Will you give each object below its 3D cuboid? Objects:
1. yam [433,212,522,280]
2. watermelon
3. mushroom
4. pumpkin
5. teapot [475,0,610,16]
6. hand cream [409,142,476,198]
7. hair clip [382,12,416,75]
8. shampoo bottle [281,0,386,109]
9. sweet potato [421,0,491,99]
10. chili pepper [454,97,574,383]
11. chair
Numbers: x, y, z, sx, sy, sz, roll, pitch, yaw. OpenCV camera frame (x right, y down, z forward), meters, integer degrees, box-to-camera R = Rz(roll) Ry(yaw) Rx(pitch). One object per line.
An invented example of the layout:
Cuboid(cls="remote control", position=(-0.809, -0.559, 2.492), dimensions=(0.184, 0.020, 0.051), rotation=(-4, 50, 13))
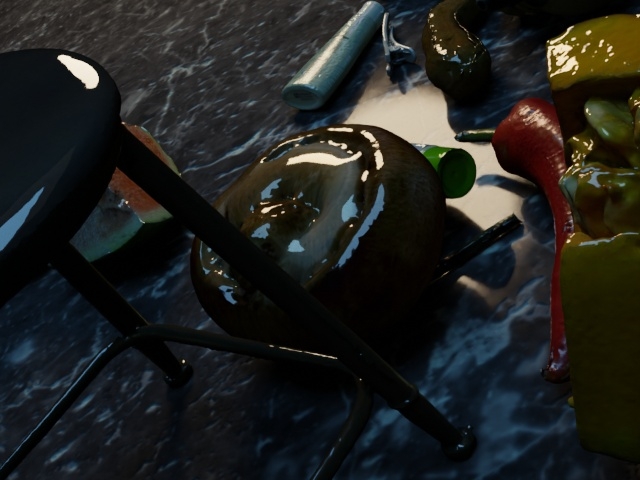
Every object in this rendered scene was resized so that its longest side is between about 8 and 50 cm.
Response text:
Cuboid(cls="yam", position=(0.142, 0.006, 1.037), dimensions=(0.107, 0.014, 0.014), rotation=(-33, 34, -7))
Cuboid(cls="watermelon", position=(-0.250, -0.036, 1.324), dimensions=(0.146, 0.128, 0.231), rotation=(-51, 13, 22))
Cuboid(cls="mushroom", position=(0.000, 0.000, 1.013), dimensions=(0.253, 0.153, 0.253), rotation=(-21, 43, 21))
Cuboid(cls="pumpkin", position=(0.271, -0.009, 0.740), dimensions=(0.225, 0.256, 0.303), rotation=(-5, 55, 21))
Cuboid(cls="teapot", position=(0.265, -0.337, 1.284), dimensions=(0.182, 0.173, 0.269), rotation=(-28, 13, 50))
Cuboid(cls="hand cream", position=(0.060, -0.076, 1.161), dimensions=(0.079, 0.050, 0.275), rotation=(-16, 13, -29))
Cuboid(cls="hair clip", position=(0.096, -0.249, 1.396), dimensions=(0.039, 0.030, 0.115), rotation=(-6, 38, 1))
Cuboid(cls="shampoo bottle", position=(0.024, -0.239, 1.421), dimensions=(0.069, 0.041, 0.191), rotation=(-1, 43, 44))
Cuboid(cls="sweet potato", position=(0.158, -0.234, 1.302), dimensions=(0.081, 0.062, 0.233), rotation=(-4, 35, 10))
Cuboid(cls="chili pepper", position=(0.208, -0.036, 0.978), dimensions=(0.137, 0.092, 0.368), rotation=(-24, 33, 12))
Cuboid(cls="chair", position=(-0.187, 0.115, 0.782), dimensions=(0.362, 0.410, 0.365), rotation=(7, 48, 42))
